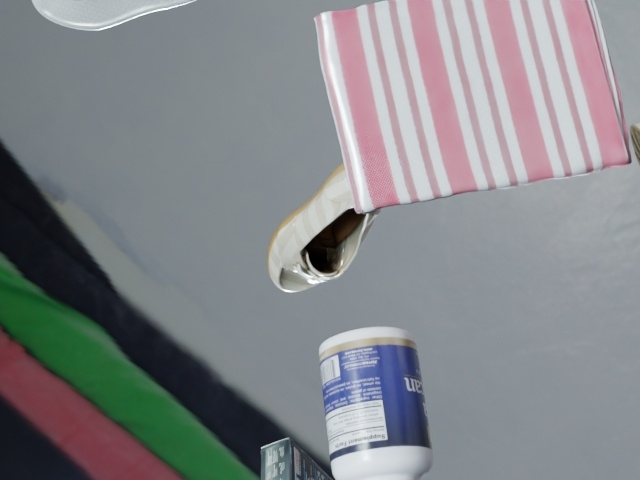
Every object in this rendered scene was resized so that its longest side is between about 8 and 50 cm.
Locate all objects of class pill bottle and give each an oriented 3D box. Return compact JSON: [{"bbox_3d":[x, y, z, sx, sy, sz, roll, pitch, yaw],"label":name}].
[{"bbox_3d":[0.053,0.172,0.933,0.094,0.094,0.169,21,-125,-49],"label":"pill bottle"}]

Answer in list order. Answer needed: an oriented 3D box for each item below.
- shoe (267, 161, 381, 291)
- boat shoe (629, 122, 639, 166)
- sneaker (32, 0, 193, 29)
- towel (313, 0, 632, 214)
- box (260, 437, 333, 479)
[{"bbox_3d":[0.000,0.000,1.055,0.076,0.219,0.058,14,-129,-19],"label":"shoe"},{"bbox_3d":[0.429,-0.072,1.106,0.302,0.098,0.109,-93,-18,-67],"label":"boat shoe"},{"bbox_3d":[-0.294,-0.401,1.591,0.147,0.295,0.105,-69,-30,-67],"label":"sneaker"},{"bbox_3d":[0.103,-0.101,0.693,0.029,0.197,0.144,100,159,-79],"label":"towel"},{"bbox_3d":[-0.015,0.403,1.367,0.175,0.051,0.220,50,-156,-36],"label":"box"}]
